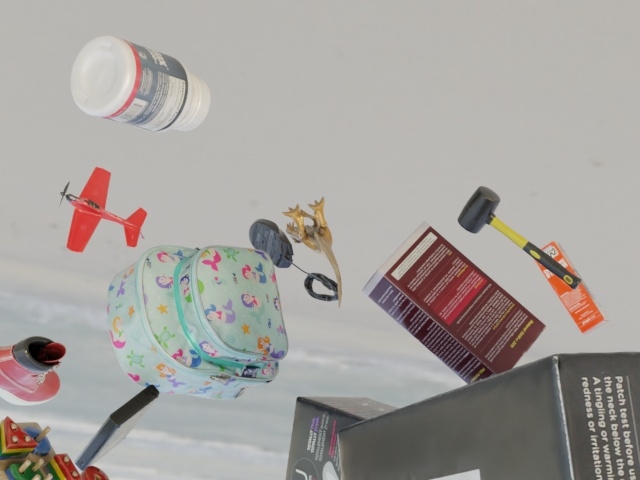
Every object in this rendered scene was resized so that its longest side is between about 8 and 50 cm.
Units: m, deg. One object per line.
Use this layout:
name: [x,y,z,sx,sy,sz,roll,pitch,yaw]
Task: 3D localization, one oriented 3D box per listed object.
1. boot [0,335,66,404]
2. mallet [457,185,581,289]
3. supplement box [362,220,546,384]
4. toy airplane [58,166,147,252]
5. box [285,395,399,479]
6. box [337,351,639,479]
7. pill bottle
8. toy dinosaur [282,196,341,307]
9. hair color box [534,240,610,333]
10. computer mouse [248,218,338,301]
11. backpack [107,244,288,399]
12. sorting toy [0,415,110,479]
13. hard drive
boot: [-0.507,0.235,2.390,0.176,0.088,0.244,-14,158,21]
mallet: [0.276,-0.005,1.774,0.189,0.062,0.039,32,-156,18]
supplement box: [0.195,0.100,1.921,0.239,0.130,0.073,41,144,7]
toy airplane: [-0.323,-0.037,1.968,0.151,0.151,0.028,13,155,-31]
box: [0.088,0.328,1.873,0.143,0.165,0.270,6,-176,-39]
box: [0.325,0.285,1.291,0.471,0.297,0.480,2,164,-22]
pill bottle: [-0.234,-0.202,1.753,0.108,0.108,0.180,-3,172,34]
toy dinosaur: [0.000,0.000,1.944,0.064,0.112,0.211,-27,-153,-7]
hair color box: [0.450,0.084,2.360,0.053,0.167,0.093,-36,167,13]
computer mouse: [-0.040,0.034,2.318,0.041,0.071,0.242,-18,-135,-40]
backpack: [-0.181,0.115,1.943,0.253,0.225,0.191,8,151,-38]
sorting toy: [-0.387,0.287,1.740,0.046,0.132,0.274,-45,156,18]
hard drive: [-0.286,0.264,1.852,0.094,0.022,0.135,-36,170,-48]
